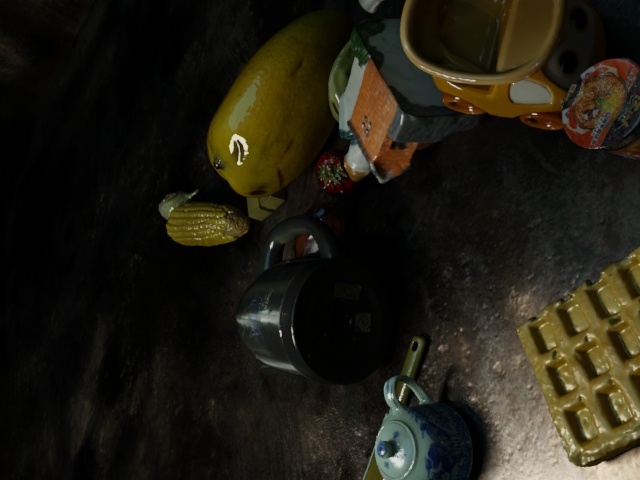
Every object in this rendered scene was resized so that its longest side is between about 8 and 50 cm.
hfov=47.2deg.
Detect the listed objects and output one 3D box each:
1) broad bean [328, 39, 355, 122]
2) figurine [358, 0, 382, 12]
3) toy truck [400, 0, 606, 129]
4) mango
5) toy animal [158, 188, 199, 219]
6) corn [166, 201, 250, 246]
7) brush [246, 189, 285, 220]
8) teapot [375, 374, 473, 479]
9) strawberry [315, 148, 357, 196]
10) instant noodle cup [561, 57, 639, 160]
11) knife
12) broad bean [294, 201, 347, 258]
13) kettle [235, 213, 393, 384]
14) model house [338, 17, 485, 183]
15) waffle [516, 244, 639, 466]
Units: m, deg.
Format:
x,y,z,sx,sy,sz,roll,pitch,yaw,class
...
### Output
x,y,z,sx,sy,sz,roll,pitch,yaw,class
0.081,-0.329,1.484,0.072,0.153,0.207,24,111,38,broad bean
0.195,-0.516,1.319,0.381,0.205,0.224,-19,29,43,figurine
0.281,-0.298,1.111,0.288,0.211,0.204,13,87,21,toy truck
-0.064,-0.295,1.567,0.220,0.301,0.445,39,91,20,mango
-0.385,-0.093,2.057,0.137,0.098,0.098,-16,62,16,toy animal
-0.298,-0.044,1.900,0.321,0.119,0.119,-1,77,47,corn
-0.143,-0.174,1.795,0.103,0.047,0.233,-36,51,40,brush
0.147,0.332,1.171,0.159,0.159,0.232,-26,59,45,teapot
0.040,-0.143,1.520,0.106,0.106,0.106,-21,62,47,strawberry
0.420,-0.166,0.997,0.127,0.135,0.127,-21,62,46,instant noodle cup
0.130,0.333,1.292,0.061,0.027,0.343,24,97,48,knife
0.000,0.000,1.525,0.114,0.084,0.165,18,99,50,broad bean
-0.047,0.110,1.423,0.324,0.228,0.321,-6,84,55,kettle
0.142,-0.226,1.382,0.301,0.190,0.271,114,142,-46,model house
0.402,0.154,0.980,0.248,0.055,0.221,-43,48,35,waffle
